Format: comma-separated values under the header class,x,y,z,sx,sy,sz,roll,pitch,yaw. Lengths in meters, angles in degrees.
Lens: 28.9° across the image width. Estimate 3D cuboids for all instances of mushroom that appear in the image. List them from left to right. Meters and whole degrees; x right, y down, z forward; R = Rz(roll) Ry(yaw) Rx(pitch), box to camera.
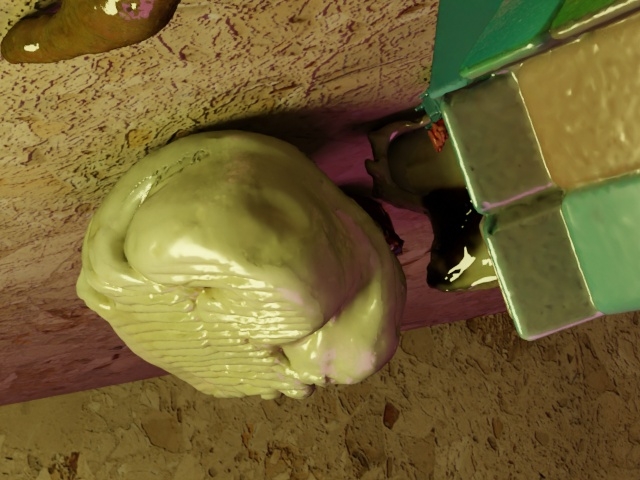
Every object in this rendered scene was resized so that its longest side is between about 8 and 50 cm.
class,x,y,z,sx,sy,sz,roll,pitch,yaw
mushroom,0.211,-0.056,1.382,0.292,0.217,0.212,-16,170,11

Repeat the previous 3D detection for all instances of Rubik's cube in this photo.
class,x,y,z,sx,sy,sz,roll,pitch,yaw
Rubik's cube,0.264,-0.118,0.869,0.368,0.358,0.387,-20,180,1

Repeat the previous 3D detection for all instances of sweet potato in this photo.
class,x,y,z,sx,sy,sz,roll,pitch,yaw
sweet potato,-0.151,-0.167,0.881,0.074,0.075,0.269,-1,165,-43

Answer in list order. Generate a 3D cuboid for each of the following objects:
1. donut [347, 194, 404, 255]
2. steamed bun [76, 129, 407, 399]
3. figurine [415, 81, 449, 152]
class,x,y,z,sx,sy,sz,roll,pitch,yaw
donut,0.000,0.001,1.682,0.216,0.096,0.230,-11,167,-22
steamed bun,-0.070,0.018,1.360,0.339,0.247,0.352,-11,136,44
figurine,0.169,-0.150,1.271,0.140,0.075,0.068,-23,166,-3
